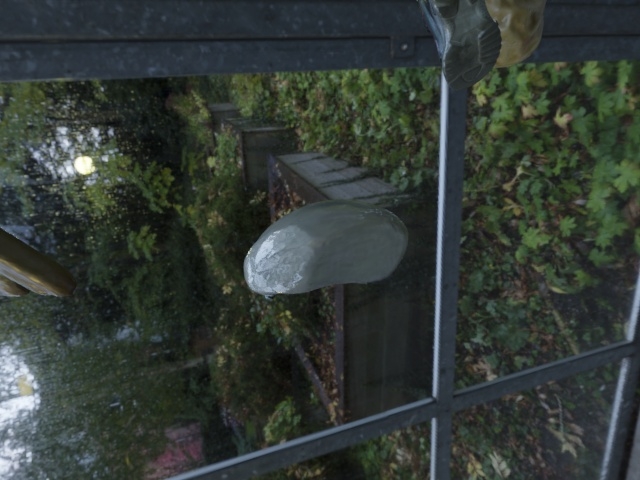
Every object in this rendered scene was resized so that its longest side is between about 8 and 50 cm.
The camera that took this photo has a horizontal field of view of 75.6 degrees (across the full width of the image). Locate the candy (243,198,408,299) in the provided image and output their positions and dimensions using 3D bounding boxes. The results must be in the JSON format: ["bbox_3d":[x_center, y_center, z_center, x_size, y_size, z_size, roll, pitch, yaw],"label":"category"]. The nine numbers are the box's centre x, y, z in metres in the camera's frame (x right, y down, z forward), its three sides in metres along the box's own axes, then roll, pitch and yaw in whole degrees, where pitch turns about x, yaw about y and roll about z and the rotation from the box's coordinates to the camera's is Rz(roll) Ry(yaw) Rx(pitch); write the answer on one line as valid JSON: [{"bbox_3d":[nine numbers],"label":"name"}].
[{"bbox_3d":[0.000,0.000,1.005,0.427,0.387,0.185,-145,42,-78],"label":"candy"}]

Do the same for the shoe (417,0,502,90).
[{"bbox_3d":[0.156,-0.270,0.497,0.169,0.071,0.099,55,-168,-43],"label":"shoe"}]

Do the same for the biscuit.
[{"bbox_3d":[-0.619,0.020,0.740,0.290,0.237,0.062,55,-141,-46],"label":"biscuit"}]

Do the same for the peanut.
[{"bbox_3d":[0.222,-0.414,0.636,0.153,0.140,0.324,-30,90,47],"label":"peanut"}]
